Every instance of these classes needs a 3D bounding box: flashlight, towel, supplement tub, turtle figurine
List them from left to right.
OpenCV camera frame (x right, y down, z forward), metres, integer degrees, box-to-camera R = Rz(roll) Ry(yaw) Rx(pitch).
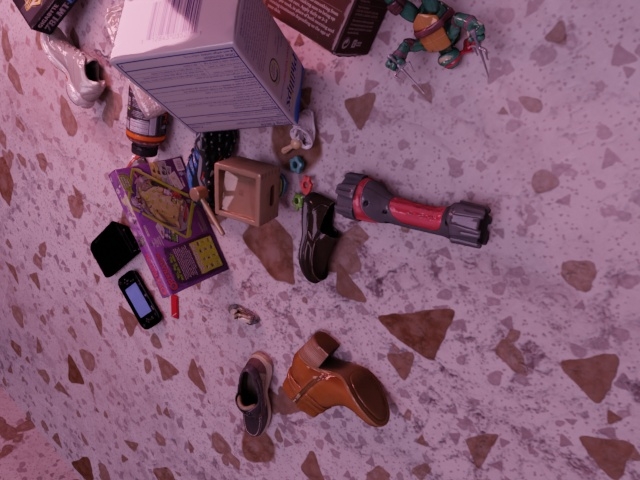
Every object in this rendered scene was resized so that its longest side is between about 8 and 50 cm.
[{"bbox_3d":[-0.468,-0.328,1.335,0.106,0.106,0.197,30,121,23],"label":"supplement tub"},{"bbox_3d":[-0.401,-0.463,1.219,0.187,0.049,0.282,-23,95,0],"label":"towel"},{"bbox_3d":[0.179,-0.064,0.989,0.304,0.103,0.103,15,111,31],"label":"flashlight"},{"bbox_3d":[0.186,-0.361,0.850,0.175,0.118,0.234,-23,121,36],"label":"turtle figurine"}]

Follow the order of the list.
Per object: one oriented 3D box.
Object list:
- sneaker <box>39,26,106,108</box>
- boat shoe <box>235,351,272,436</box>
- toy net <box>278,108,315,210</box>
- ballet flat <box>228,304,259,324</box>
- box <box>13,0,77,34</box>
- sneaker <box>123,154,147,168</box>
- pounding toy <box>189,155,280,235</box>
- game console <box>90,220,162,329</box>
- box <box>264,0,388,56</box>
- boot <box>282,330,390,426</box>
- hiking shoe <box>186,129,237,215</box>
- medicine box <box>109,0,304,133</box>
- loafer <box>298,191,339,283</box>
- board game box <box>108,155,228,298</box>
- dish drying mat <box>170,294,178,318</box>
[{"bbox_3d":[-0.712,-0.529,1.451,0.121,0.099,0.262,-28,93,25],"label":"sneaker"},{"bbox_3d":[-0.202,0.461,1.435,0.103,0.092,0.285,22,117,27],"label":"boat shoe"},{"bbox_3d":[-0.059,-0.184,1.132,0.122,0.045,0.232,41,127,29],"label":"toy net"},{"bbox_3d":[-0.228,0.211,1.400,0.114,0.041,0.041,15,114,30],"label":"ballet flat"},{"bbox_3d":[-0.761,-0.783,1.355,0.296,0.073,0.293,-36,85,21],"label":"box"},{"bbox_3d":[-0.563,-0.190,1.478,0.065,0.061,0.158,50,127,2],"label":"sneaker"},{"bbox_3d":[-0.204,-0.105,1.177,0.206,0.094,0.180,17,119,24],"label":"pounding toy"},{"bbox_3d":[-0.634,0.122,1.644,0.213,0.044,0.361,-32,87,38],"label":"game console"},{"bbox_3d":[0.060,-0.551,0.878,0.191,0.143,0.381,39,125,18],"label":"box"},{"bbox_3d":[0.025,0.394,1.245,0.283,0.109,0.220,42,123,18],"label":"boot"},{"bbox_3d":[-0.294,-0.218,1.251,0.132,0.113,0.303,22,112,36],"label":"hiking shoe"},{"bbox_3d":[-0.209,-0.350,0.990,0.264,0.289,0.149,0,75,20],"label":"medicine box"},{"bbox_3d":[0.000,0.000,1.144,0.078,0.080,0.219,10,111,32],"label":"loafer"},{"bbox_3d":[-0.398,-0.043,1.323,0.056,0.208,0.346,-20,94,37],"label":"board game box"},{"bbox_3d":[-0.468,0.211,1.583,0.032,0.008,0.083,19,116,29],"label":"dish drying mat"}]
